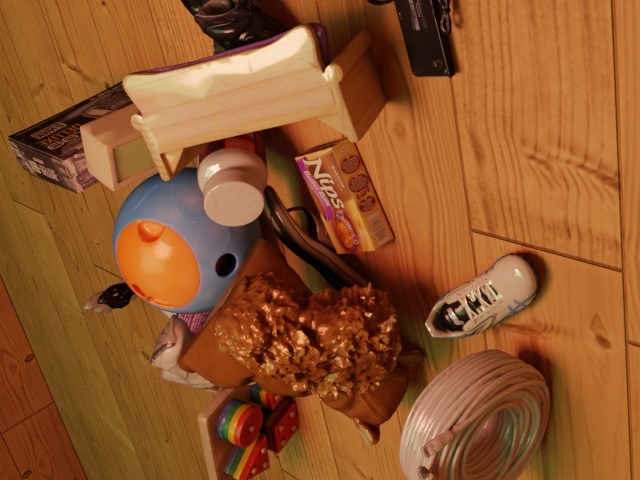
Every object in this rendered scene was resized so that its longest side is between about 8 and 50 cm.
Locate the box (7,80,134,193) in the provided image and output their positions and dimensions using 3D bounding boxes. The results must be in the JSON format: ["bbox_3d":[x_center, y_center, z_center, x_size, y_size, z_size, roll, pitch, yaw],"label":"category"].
[{"bbox_3d":[-0.425,-0.217,1.710,0.242,0.307,0.076,21,136,45],"label":"box"}]

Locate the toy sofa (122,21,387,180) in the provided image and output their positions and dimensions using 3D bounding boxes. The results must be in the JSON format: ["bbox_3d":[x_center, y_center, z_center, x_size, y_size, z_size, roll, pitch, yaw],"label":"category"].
[{"bbox_3d":[-0.099,-0.222,1.282,0.362,0.150,0.177,-9,116,28],"label":"toy sofa"}]

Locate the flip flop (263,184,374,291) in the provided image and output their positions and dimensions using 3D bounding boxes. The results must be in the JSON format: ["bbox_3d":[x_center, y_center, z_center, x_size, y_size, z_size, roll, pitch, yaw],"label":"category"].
[{"bbox_3d":[0.000,0.000,1.535,0.277,0.080,0.112,42,167,-2],"label":"flip flop"}]

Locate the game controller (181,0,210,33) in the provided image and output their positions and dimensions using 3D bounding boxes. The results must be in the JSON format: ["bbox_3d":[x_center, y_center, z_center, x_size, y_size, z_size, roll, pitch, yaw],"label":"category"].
[{"bbox_3d":[-0.175,-0.483,1.400,0.166,0.067,0.319,57,150,30],"label":"game controller"}]

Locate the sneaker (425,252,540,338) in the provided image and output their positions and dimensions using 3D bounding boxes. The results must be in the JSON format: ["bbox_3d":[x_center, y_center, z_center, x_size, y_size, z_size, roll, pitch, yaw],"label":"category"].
[{"bbox_3d":[0.239,0.093,1.279,0.085,0.086,0.237,55,146,9],"label":"sneaker"}]

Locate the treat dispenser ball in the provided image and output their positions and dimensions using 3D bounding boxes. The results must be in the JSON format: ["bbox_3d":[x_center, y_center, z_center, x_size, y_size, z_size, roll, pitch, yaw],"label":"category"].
[{"bbox_3d":[-0.259,0.000,1.684,0.288,0.288,0.288,33,140,34],"label":"treat dispenser ball"}]

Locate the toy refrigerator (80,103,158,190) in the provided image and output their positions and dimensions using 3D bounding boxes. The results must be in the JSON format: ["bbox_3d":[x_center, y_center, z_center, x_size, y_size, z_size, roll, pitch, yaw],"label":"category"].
[{"bbox_3d":[-0.294,-0.199,1.584,0.094,0.269,0.102,34,139,32],"label":"toy refrigerator"}]

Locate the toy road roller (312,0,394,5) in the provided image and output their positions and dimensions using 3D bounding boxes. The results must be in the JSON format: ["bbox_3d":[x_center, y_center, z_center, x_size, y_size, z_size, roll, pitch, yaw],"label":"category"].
[{"bbox_3d":[0.024,-0.419,0.980,0.202,0.240,0.329,59,147,16],"label":"toy road roller"}]

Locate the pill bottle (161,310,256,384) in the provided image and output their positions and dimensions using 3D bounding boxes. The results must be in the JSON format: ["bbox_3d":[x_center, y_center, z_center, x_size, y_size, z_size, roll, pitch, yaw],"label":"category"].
[{"bbox_3d":[-0.218,0.175,1.885,0.301,0.169,0.169,29,137,37],"label":"pill bottle"}]

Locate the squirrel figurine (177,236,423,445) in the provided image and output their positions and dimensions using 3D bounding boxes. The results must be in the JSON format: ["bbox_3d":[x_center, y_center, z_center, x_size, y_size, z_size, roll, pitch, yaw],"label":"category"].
[{"bbox_3d":[-0.006,0.195,1.461,0.370,0.281,0.397,34,167,-7],"label":"squirrel figurine"}]

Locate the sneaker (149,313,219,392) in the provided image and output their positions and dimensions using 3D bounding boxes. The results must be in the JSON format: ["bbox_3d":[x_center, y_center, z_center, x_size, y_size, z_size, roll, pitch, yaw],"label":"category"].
[{"bbox_3d":[-0.255,0.232,1.712,0.129,0.111,0.297,22,163,8],"label":"sneaker"}]

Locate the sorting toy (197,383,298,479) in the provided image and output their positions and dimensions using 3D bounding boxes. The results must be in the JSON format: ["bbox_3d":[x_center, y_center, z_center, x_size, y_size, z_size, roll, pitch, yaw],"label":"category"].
[{"bbox_3d":[-0.147,0.410,1.918,0.089,0.255,0.257,17,131,26],"label":"sorting toy"}]

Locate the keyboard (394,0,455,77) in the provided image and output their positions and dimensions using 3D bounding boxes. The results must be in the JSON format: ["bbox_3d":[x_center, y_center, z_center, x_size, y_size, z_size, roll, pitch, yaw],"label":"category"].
[{"bbox_3d":[0.142,-0.304,1.143,0.108,0.023,0.180,15,129,55],"label":"keyboard"}]

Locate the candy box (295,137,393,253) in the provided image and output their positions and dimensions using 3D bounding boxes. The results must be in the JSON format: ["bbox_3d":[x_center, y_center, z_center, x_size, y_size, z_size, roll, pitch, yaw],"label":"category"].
[{"bbox_3d":[0.040,-0.072,1.441,0.109,0.053,0.187,-6,113,55],"label":"candy box"}]

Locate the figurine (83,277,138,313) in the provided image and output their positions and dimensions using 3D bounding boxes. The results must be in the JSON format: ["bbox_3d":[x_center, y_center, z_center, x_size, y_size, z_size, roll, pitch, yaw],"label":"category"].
[{"bbox_3d":[-0.480,0.117,2.150,0.215,0.209,0.092,-20,99,57],"label":"figurine"}]

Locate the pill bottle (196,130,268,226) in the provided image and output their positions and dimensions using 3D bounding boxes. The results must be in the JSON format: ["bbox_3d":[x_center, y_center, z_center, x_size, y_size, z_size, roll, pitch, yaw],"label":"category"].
[{"bbox_3d":[-0.153,-0.136,1.492,0.221,0.121,0.121,-99,11,-45],"label":"pill bottle"}]

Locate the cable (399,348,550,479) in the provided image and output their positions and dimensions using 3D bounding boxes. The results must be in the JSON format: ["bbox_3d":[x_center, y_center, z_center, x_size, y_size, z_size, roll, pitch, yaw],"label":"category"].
[{"bbox_3d":[0.234,0.289,1.290,0.089,0.257,0.257,31,155,44],"label":"cable"}]

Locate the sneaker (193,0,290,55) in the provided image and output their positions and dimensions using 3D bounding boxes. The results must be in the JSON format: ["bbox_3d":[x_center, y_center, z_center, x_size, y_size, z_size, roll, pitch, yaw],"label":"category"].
[{"bbox_3d":[-0.158,-0.314,1.417,0.268,0.101,0.153,-20,118,45],"label":"sneaker"}]
